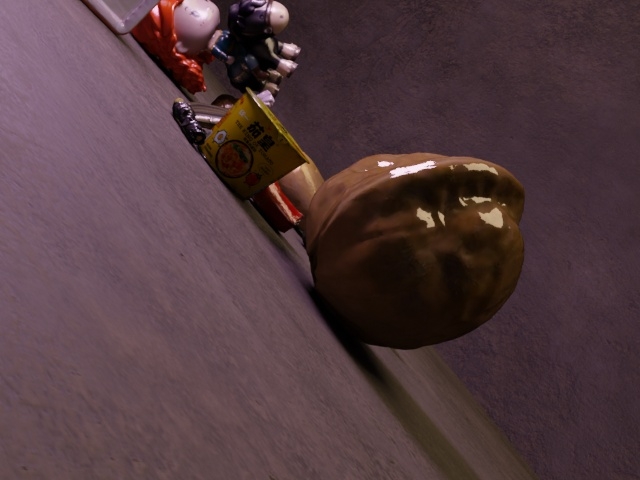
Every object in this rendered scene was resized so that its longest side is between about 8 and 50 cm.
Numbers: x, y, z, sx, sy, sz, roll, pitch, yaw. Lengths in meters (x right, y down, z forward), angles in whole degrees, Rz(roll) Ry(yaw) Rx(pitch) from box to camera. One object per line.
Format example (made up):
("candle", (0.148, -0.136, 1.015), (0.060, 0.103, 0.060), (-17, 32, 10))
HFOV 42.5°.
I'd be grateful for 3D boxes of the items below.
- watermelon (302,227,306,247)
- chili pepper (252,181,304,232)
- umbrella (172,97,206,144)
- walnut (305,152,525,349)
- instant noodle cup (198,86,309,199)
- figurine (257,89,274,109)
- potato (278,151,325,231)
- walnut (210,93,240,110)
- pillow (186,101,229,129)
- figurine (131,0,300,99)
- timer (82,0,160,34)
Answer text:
("watermelon", (0.000, 0.000, 1.904), (0.078, 0.078, 0.110), (52, 3, 32))
("chili pepper", (-0.092, -0.075, 1.640), (0.123, 0.073, 0.070), (52, -38, -4))
("umbrella", (-0.244, -0.223, 1.516), (0.144, 0.037, 0.040), (-125, -165, -46))
("walnut", (0.161, 0.015, 1.425), (0.383, 0.383, 0.383), (50, 4, -5))
("instant noodle cup", (-0.131, -0.169, 1.524), (0.182, 0.144, 0.182), (51, 5, -6))
("figurine", (-0.158, -0.243, 1.878), (0.116, 0.175, 0.240), (51, 22, -18))
("potato", (-0.044, -0.114, 2.042), (0.150, 0.146, 0.234), (-28, 92, -43))
("walnut", (-0.240, -0.329, 2.145), (0.105, 0.105, 0.124), (48, 9, -28))
("pillow", (-0.236, -0.263, 1.749), (0.113, 0.038, 0.203), (10, 15, -11))
("figurine", (-0.251, -0.501, 2.053), (0.412, 0.241, 0.306), (11, -27, 8))
("timer", (-0.405, -0.588, 1.620), (0.161, 0.257, 0.250), (45, 0, 23))
